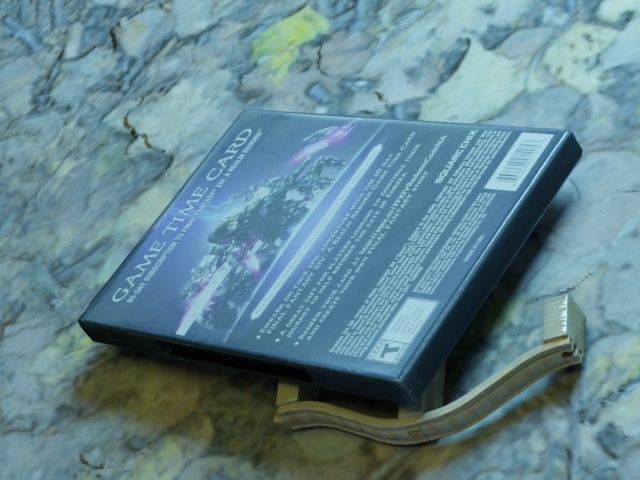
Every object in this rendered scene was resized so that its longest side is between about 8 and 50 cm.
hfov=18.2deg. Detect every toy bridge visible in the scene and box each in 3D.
[{"bbox_3d":[0.056,0.081,1.105,0.188,0.026,0.063,-16,45,25],"label":"toy bridge"}]

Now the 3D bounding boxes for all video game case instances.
[{"bbox_3d":[0.000,0.000,1.198,0.274,0.026,0.196,7,51,45],"label":"video game case"}]
